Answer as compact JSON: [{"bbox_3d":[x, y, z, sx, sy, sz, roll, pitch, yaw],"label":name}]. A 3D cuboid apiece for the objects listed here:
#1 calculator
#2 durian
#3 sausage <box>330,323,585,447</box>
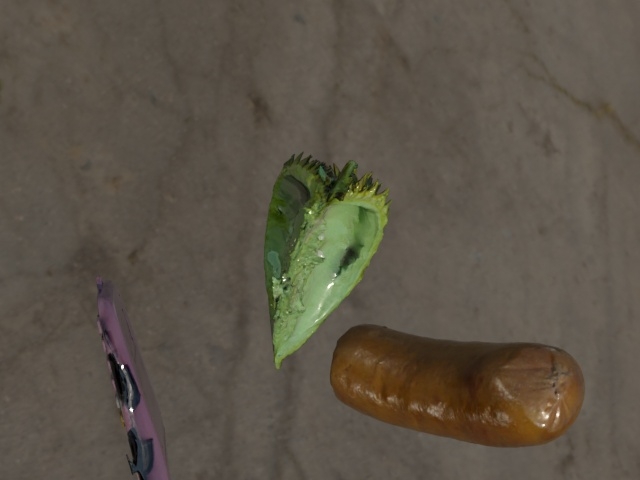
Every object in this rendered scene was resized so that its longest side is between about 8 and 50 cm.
[{"bbox_3d":[-0.237,0.182,1.285,0.194,0.043,0.294,-132,-151,-76],"label":"calculator"},{"bbox_3d":[0.000,0.000,0.707,0.086,0.215,0.100,16,45,0],"label":"durian"},{"bbox_3d":[0.129,0.140,0.972,0.109,0.271,0.108,0,90,-43],"label":"sausage"}]
